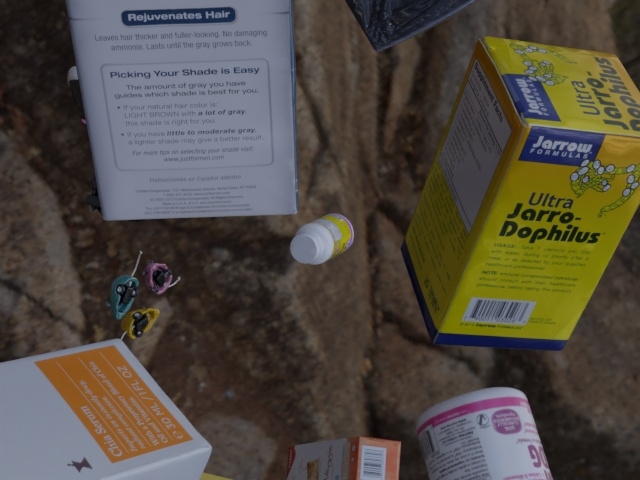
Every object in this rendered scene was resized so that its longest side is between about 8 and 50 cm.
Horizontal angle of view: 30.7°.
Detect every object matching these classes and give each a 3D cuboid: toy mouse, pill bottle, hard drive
[{"bbox_3d":[-0.259,0.067,1.650,0.161,0.031,0.143,-42,143,-39],"label":"toy mouse"},{"bbox_3d":[0.239,0.354,1.559,0.160,0.160,0.283,13,54,-45],"label":"pill bottle"},{"bbox_3d":[0.000,0.000,1.197,0.043,0.043,0.083,64,28,0],"label":"pill bottle"},{"bbox_3d":[0.146,-0.367,1.503,0.172,0.255,0.054,60,7,11],"label":"hard drive"}]

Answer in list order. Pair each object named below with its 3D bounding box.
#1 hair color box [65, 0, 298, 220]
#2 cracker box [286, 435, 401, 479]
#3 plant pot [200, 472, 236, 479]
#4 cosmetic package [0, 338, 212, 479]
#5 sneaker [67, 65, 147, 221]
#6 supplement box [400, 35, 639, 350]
[{"bbox_3d":[-0.108,-0.183,0.932,0.105,0.174,0.347,-94,-178,-51],"label":"hair color box"},{"bbox_3d":[0.022,0.350,1.562,0.067,0.232,0.155,11,73,-22],"label":"cracker box"},{"bbox_3d":[-0.219,0.474,1.884,0.212,0.187,0.212,21,52,-31],"label":"plant pot"},{"bbox_3d":[-0.383,0.278,1.377,0.453,0.161,0.230,-10,43,-45],"label":"cosmetic package"},{"bbox_3d":[-0.277,-0.117,1.583,0.296,0.104,0.147,64,37,-66],"label":"sneaker"},{"bbox_3d":[0.260,-0.051,1.492,0.195,0.356,0.194,4,40,-16],"label":"supplement box"}]
